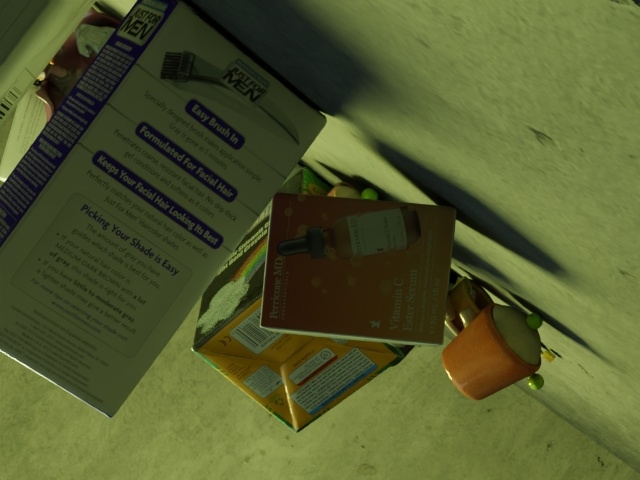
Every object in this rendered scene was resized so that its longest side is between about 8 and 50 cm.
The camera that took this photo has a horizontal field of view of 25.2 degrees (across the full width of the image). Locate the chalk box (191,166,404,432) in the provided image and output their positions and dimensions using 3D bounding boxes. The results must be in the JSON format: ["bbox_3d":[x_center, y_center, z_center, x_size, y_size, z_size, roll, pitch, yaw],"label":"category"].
[{"bbox_3d":[-0.021,0.052,1.748,0.179,0.180,0.289,41,-154,-21],"label":"chalk box"}]

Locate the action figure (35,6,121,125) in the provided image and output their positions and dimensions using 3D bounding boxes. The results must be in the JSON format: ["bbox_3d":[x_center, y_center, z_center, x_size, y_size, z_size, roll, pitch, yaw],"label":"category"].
[{"bbox_3d":[-0.321,-0.166,1.885,0.276,0.248,0.370,37,174,-13],"label":"action figure"}]

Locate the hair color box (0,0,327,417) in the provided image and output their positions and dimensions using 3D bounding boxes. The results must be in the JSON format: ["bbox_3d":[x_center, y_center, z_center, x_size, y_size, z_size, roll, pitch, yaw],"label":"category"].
[{"bbox_3d":[-0.172,-0.035,1.293,0.185,0.338,0.110,37,179,-30],"label":"hair color box"}]

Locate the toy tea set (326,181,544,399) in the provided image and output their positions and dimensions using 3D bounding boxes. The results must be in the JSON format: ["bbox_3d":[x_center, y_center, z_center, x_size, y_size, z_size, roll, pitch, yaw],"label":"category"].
[{"bbox_3d":[0.138,0.046,1.659,0.336,0.124,0.200,34,-152,-34],"label":"toy tea set"}]

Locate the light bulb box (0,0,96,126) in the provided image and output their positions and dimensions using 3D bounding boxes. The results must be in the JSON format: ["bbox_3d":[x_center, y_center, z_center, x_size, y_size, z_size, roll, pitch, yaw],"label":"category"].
[{"bbox_3d":[-0.449,-0.223,1.314,0.361,0.358,0.225,37,176,-4],"label":"light bulb box"}]

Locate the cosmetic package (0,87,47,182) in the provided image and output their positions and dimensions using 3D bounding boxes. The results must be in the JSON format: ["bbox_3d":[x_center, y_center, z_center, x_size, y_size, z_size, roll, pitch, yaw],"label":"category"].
[{"bbox_3d":[-0.273,-0.101,2.167,0.366,0.155,0.197,14,174,7],"label":"cosmetic package"}]

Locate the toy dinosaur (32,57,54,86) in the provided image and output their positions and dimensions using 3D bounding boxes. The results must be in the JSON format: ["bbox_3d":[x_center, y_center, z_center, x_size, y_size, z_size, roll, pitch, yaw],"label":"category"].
[{"bbox_3d":[-0.398,-0.276,2.122,0.218,0.164,0.322,17,148,23],"label":"toy dinosaur"}]

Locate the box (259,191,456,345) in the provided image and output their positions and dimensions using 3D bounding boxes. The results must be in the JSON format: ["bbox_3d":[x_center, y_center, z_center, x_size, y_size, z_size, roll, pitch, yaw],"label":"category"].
[{"bbox_3d":[0.035,0.029,1.344,0.171,0.130,0.091,5,175,2],"label":"box"}]

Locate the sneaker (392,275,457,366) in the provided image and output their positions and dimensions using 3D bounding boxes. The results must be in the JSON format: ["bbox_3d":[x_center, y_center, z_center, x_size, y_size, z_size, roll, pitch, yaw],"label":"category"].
[{"bbox_3d":[0.123,0.112,1.990,0.106,0.162,0.281,36,178,6],"label":"sneaker"}]

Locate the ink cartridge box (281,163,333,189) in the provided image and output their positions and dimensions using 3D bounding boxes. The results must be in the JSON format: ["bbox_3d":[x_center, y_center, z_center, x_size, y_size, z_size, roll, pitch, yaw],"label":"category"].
[{"bbox_3d":[0.000,0.000,2.023,0.211,0.121,0.289,36,177,5],"label":"ink cartridge box"}]

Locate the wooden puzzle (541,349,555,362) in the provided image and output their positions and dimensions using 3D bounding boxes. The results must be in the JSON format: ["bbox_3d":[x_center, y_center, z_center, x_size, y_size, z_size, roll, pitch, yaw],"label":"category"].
[{"bbox_3d":[0.283,0.135,2.005,0.116,0.014,0.078,35,173,19],"label":"wooden puzzle"}]
